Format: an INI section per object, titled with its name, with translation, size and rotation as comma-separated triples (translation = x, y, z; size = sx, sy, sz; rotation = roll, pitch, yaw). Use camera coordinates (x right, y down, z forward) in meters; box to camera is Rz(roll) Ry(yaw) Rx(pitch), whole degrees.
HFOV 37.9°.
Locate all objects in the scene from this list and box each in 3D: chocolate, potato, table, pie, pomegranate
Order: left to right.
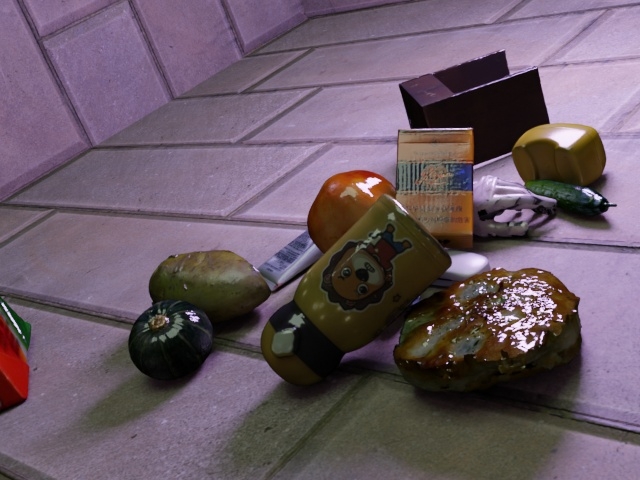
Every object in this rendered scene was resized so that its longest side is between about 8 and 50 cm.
[chocolate]
translation = -0.823, 0.278, 2.018
size = 0.360, 0.162, 0.341
rotation = -24, 27, -7
[potato]
translation = -0.226, 0.098, 1.939
size = 0.298, 0.141, 0.176
rotation = 4, 47, 33
[pomegranate]
translation = 0.072, -0.044, 1.905
size = 0.209, 0.209, 0.209
rotation = -18, 24, 8
[table]
translation = 0.369, -0.309, 2.243
size = 0.281, 0.196, 0.251
rotation = -20, 22, -2
[pie]
translation = 0.267, 0.139, 1.469
size = 0.288, 0.103, 0.355
rotation = -14, 17, 18

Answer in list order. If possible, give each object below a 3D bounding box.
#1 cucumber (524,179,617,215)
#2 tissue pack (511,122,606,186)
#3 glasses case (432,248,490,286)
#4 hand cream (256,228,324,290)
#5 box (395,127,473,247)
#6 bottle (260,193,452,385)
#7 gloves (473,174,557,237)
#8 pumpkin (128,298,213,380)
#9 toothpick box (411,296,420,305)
[cucumber]
translation = 0.488, -0.082, 1.819
size = 0.056, 0.056, 0.250
rotation = -29, 24, -17
[tissue pack]
translation = 0.498, -0.178, 1.927
size = 0.127, 0.123, 0.178
rotation = -40, 29, -29
[glasses case]
translation = 0.232, 0.051, 1.754
size = 0.193, 0.049, 0.074
rotation = 4, 34, 48
[hand cream]
translation = 0.000, 0.000, 2.063
size = 0.340, 0.078, 0.124
rotation = -38, 28, -17
[box]
translation = 0.223, -0.104, 1.818
size = 0.152, 0.070, 0.237
rotation = 0, 63, 9
[bottle]
translation = 0.048, 0.100, 1.586
size = 0.351, 0.171, 0.171
rotation = -46, 25, 0
[gloves]
translation = 0.358, -0.071, 1.847
size = 0.212, 0.111, 0.127
rotation = -14, 21, 32
[pumpkin]
translation = -0.288, 0.190, 1.800
size = 0.167, 0.125, 0.167
rotation = -21, 45, 22
[toothpick box]
translation = 0.098, 0.083, 1.735
size = 0.153, 0.101, 0.101
rotation = -9, 26, 23
